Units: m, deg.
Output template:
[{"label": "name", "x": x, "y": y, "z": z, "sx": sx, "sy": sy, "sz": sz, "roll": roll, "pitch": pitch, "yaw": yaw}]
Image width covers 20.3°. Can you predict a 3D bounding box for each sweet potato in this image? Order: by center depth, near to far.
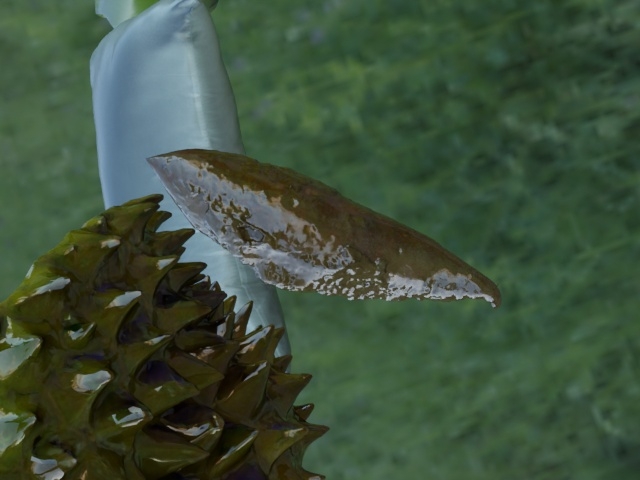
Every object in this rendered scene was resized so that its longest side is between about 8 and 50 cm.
[{"label": "sweet potato", "x": 0.000, "y": 0.000, "z": 0.965, "sx": 0.060, "sy": 0.206, "sz": 0.068, "roll": 107, "pitch": 179, "yaw": -62}]

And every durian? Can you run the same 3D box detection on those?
[{"label": "durian", "x": -0.089, "y": 0.076, "z": 0.659, "sx": 0.186, "sy": 0.153, "sz": 0.260, "roll": 80, "pitch": -152, "yaw": -50}]

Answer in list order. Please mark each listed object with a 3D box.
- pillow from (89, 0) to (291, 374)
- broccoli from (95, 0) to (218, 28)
[{"label": "pillow", "x": -0.082, "y": -0.022, "z": 1.124, "sx": 0.144, "sy": 0.078, "sz": 0.254, "roll": -7, "pitch": 96, "yaw": 54}, {"label": "broccoli", "x": -0.102, "y": -0.284, "z": 1.221, "sx": 0.275, "sy": 0.353, "sz": 0.397, "roll": 35, "pitch": 117, "yaw": 14}]
